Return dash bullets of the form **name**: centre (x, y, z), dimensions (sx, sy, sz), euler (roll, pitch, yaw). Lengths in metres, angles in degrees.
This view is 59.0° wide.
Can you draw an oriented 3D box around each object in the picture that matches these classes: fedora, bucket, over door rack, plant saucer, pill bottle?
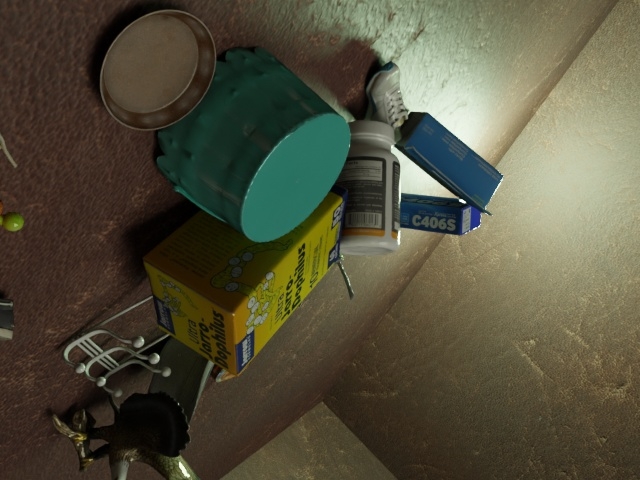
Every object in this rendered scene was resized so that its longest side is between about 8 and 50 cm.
- **fedora**: centre (-0.325, 0.314, 1.334), dimensions (0.244, 0.124, 0.275), euler (118, -7, -50)
- **bucket**: centre (-0.096, -0.144, 0.910), dimensions (0.281, 0.183, 0.281), euler (-41, 157, -21)
- **over door rack**: centre (-0.335, 0.183, 1.167), dimensions (0.324, 0.108, 0.239), euler (-41, 161, -19)
- **plant saucer**: centre (-0.213, -0.224, 0.737), dimensions (0.168, 0.029, 0.168), euler (-35, 152, -22)
- **pill bottle**: centre (0.097, -0.113, 1.259), dimensions (0.162, 0.162, 0.278), euler (33, 58, -71)

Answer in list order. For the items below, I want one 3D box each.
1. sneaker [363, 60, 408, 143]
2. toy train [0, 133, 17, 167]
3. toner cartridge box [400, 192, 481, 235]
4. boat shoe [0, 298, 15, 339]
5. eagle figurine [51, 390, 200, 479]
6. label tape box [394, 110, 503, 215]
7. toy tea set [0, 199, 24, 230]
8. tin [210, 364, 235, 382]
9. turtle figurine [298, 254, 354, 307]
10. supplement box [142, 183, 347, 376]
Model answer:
- **sneaker**: centre (0.158, -0.311, 1.287), dimensions (0.087, 0.092, 0.229), euler (-41, 159, -16)
- **toy train**: centre (-0.386, -0.115, 0.510), dimensions (0.143, 0.105, 0.248), euler (-27, 155, -22)
- **toner cartridge box**: centre (0.249, -0.083, 1.560), dimensions (0.165, 0.347, 0.075), euler (-16, 112, -56)
- **boat shoe**: centre (-0.487, 0.082, 0.750), dimensions (0.206, 0.075, 0.065), euler (61, 29, -64)
- **eagle figurine**: centre (-0.392, 0.445, 1.225), dimensions (0.298, 0.225, 0.226), euler (-4, 165, 5)
- **label tape box**: centre (0.314, -0.201, 1.398), dimensions (0.115, 0.249, 0.348), euler (-52, -171, 8)
- **toy tea set**: centre (-0.435, -0.036, 0.460), dimensions (0.336, 0.200, 0.124), euler (5, 98, -65)
- **tin**: centre (-0.279, 0.393, 1.801), dimensions (0.106, 0.040, 0.189), euler (-49, 162, 14)
- **turtle figurine**: centre (0.000, 0.000, 1.338), dimensions (0.197, 0.274, 0.266), euler (10, 100, -31)
- **supplement box**: centre (-0.124, 0.033, 1.060), dimensions (0.356, 0.195, 0.194), euler (-48, 155, -37)
